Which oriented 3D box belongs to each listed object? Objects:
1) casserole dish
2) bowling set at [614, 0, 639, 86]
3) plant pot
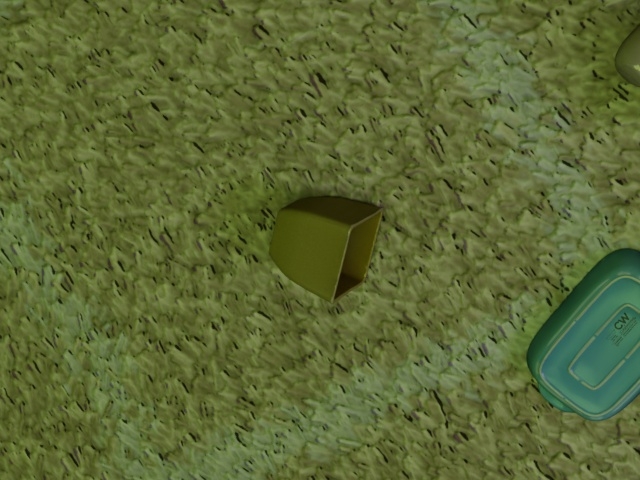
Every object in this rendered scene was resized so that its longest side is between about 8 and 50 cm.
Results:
[{"bbox_3d":[0.275,0.095,1.642,0.114,0.037,0.188,38,112,-1],"label":"casserole dish"},{"bbox_3d":[0.382,-0.109,1.508,0.287,0.200,0.154,39,76,5],"label":"bowling set"},{"bbox_3d":[0.000,0.000,1.659,0.083,0.081,0.081,22,112,19],"label":"plant pot"}]
